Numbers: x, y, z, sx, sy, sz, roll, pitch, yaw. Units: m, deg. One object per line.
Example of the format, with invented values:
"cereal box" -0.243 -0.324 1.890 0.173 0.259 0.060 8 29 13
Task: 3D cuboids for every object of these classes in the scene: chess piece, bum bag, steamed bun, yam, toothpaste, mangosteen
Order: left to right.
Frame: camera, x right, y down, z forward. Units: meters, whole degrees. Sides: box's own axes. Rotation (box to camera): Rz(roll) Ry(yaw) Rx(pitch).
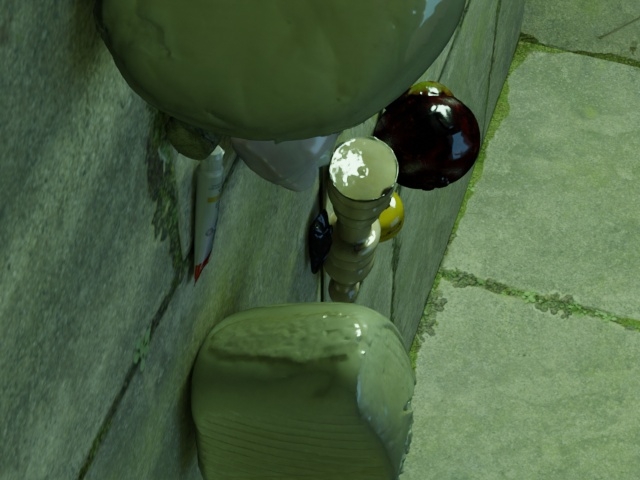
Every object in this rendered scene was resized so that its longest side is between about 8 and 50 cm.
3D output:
"toothpaste" -0.132 -0.030 1.666 0.048 0.031 0.190 -67 169 -49
"yam" -0.097 -0.195 1.546 0.061 0.061 0.274 91 16 -49
"steamed bun" -0.019 -0.257 1.232 0.233 0.312 0.333 -50 155 -69
"steamed bun" -0.020 0.182 1.904 0.272 0.291 0.273 -84 169 -45
"bum bag" -0.001 0.000 2.307 0.124 0.034 0.058 95 21 -51
"chess piece" 0.054 -0.014 2.402 0.307 0.124 0.138 98 -31 -47
"mangosteen" 0.192 -0.190 2.607 0.210 0.210 0.209 15 90 -79

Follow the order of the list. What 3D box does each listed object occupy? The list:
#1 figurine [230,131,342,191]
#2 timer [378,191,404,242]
"figurine" -0.023 -0.173 1.750 0.133 0.200 0.276 51 38 -22
"timer" 0.095 -0.042 2.545 0.109 0.107 0.107 80 27 -57
